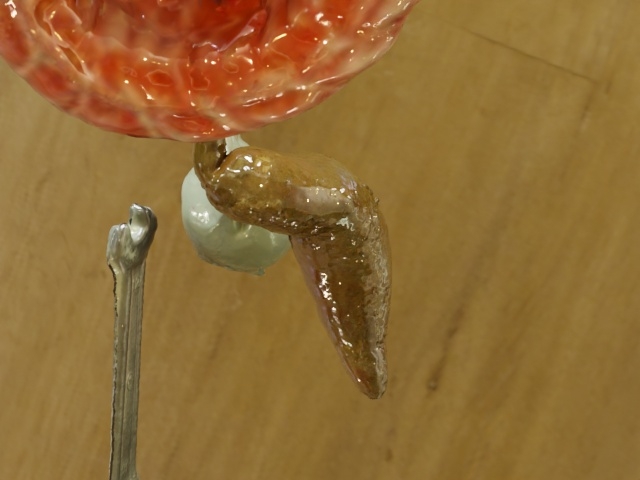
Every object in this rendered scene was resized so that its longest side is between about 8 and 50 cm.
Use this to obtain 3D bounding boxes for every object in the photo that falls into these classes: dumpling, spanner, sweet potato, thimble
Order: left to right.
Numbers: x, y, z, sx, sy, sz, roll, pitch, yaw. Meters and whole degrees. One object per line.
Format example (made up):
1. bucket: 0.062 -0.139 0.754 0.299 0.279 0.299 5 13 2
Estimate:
1. spanner: -0.162 0.117 1.192 0.017 0.071 0.302 13 112 21
2. thimble: -0.061 -0.173 0.700 0.239 0.162 0.239 -3 134 -3
3. dumpling: -0.095 -0.037 1.470 0.108 0.219 0.153 -30 67 -13
4. sweet potato: 0.001 -0.004 1.268 0.124 0.098 0.310 -49 127 -20
